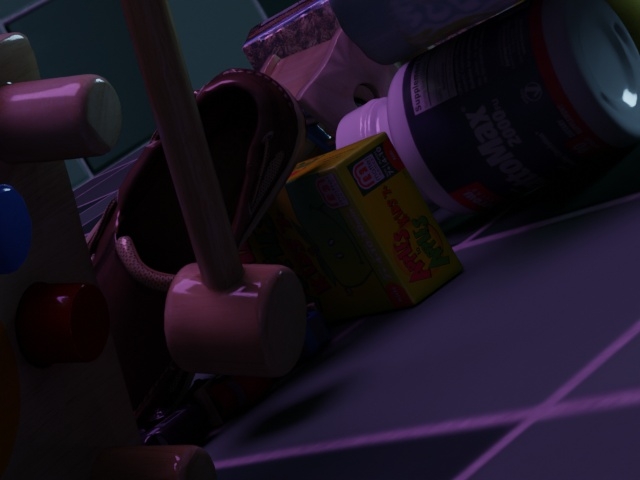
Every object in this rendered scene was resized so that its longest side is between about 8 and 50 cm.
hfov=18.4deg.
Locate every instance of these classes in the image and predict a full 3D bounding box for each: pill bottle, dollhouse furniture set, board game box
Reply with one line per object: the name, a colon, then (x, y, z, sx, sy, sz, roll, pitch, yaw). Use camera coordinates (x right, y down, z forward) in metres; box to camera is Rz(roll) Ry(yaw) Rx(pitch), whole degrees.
pill bottle: (0.104, -0.077, 1.232, 0.180, 0.108, 0.108, -25, 10, 32)
dollhouse furniture set: (-0.007, -0.029, 1.383, 0.184, 0.129, 0.129, -59, 19, -18)
board game box: (0.056, -0.203, 2.016, 0.232, 0.141, 0.291, -29, 8, 5)
board game box: (0.000, 0.000, 1.184, 0.043, 0.092, 0.181, -36, 10, -29)

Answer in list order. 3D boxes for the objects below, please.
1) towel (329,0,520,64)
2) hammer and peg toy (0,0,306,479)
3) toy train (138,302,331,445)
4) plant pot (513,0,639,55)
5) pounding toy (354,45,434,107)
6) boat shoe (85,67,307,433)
towel: (0.165, -0.215, 1.190, 0.320, 0.090, 0.374, -26, 5, 10)
hammer and peg toy: (-0.147, 0.039, 0.884, 0.127, 0.266, 0.361, -4, 21, 27)
toy train: (-0.047, 0.080, 1.101, 0.158, 0.027, 0.036, -37, 14, -37)
plant pot: (0.190, -0.148, 1.399, 0.134, 0.095, 0.134, -29, 9, 5)
pounding toy: (0.029, -0.113, 1.619, 0.100, 0.130, 0.141, -24, 11, 38)
boat shoe: (-0.098, 0.018, 1.086, 0.257, 0.095, 0.095, -64, -5, 0)
